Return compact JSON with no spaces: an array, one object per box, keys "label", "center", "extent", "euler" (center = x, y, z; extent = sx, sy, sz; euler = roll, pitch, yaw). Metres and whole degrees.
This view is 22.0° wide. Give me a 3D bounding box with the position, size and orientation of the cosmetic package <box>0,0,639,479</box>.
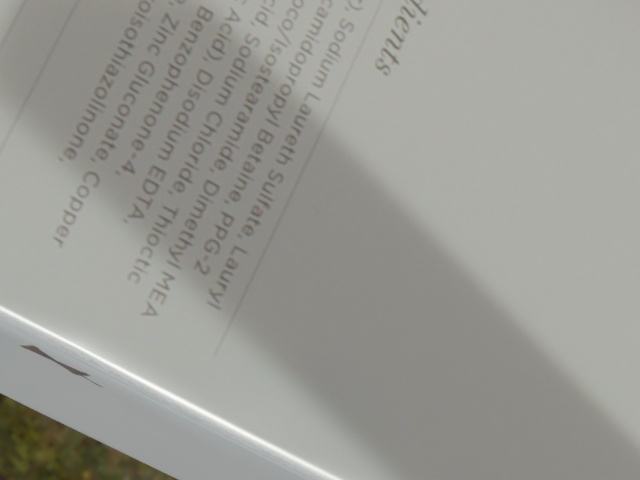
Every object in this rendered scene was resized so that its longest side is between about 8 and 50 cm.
[{"label":"cosmetic package","center":[0.000,0.000,0.473],"extent":[0.385,0.156,0.217],"euler":[30,166,-16]}]
